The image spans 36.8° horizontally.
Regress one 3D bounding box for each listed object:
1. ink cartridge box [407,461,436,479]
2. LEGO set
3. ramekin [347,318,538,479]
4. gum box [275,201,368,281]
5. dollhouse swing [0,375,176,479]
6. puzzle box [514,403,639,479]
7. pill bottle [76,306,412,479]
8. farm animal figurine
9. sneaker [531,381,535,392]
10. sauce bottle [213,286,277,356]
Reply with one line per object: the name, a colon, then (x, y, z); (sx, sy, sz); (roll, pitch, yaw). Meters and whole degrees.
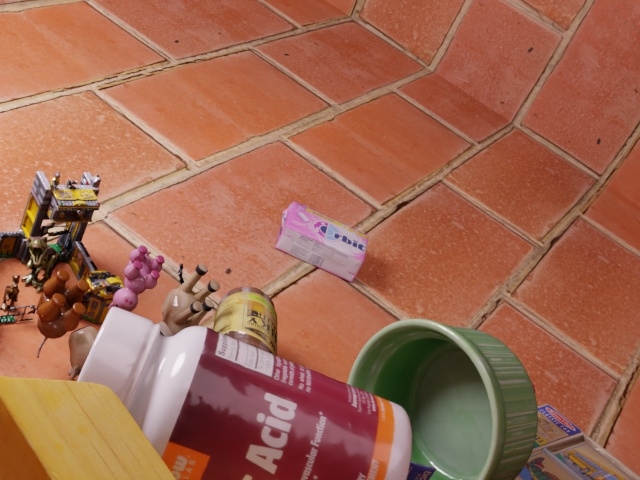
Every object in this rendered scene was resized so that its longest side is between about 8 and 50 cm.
ink cartridge box: (-0.012, 0.331, 1.384); (0.311, 0.186, 0.065); (19, 30, -13)
LEGO set: (-0.457, 0.000, 1.522); (0.331, 0.192, 0.255); (5, 38, -33)
ramekin: (0.197, 0.276, 1.533); (0.148, 0.303, 0.303); (4, 38, -46)
gum box: (0.000, 0.000, 2.003); (0.188, 0.062, 0.107); (24, 31, -6)
dollhouse swing: (-0.211, 0.331, 1.072); (0.304, 0.347, 0.315); (-10, 47, -45)
puzzle box: (0.455, 0.440, 1.645); (0.272, 0.052, 0.409); (-4, 32, -43)
pill bottle: (-0.107, 0.238, 1.169); (0.392, 0.224, 0.224); (22, 31, -8)
farm animal figurine: (-0.283, 0.178, 1.441); (0.330, 0.172, 0.327); (4, 50, -47)
sneaker: (0.319, 0.319, 1.669); (0.221, 0.087, 0.128); (-16, 47, -32)
sauce bottle: (-0.122, 0.184, 1.525); (0.111, 0.111, 0.344); (21, 19, -11)
